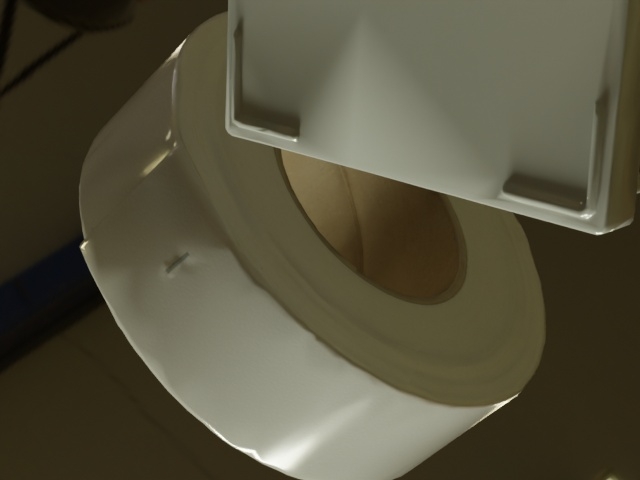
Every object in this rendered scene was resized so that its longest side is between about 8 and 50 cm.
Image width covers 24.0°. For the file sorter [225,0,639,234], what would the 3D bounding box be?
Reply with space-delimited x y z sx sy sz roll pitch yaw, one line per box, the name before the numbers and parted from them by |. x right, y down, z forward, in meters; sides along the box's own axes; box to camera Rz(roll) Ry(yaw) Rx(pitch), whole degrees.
file sorter | 0.092 -0.169 0.584 0.173 0.278 0.193 -13 -158 -43

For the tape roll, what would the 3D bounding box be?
tape roll | 0.000 0.000 0.894 0.286 0.100 0.286 30 -142 -27
